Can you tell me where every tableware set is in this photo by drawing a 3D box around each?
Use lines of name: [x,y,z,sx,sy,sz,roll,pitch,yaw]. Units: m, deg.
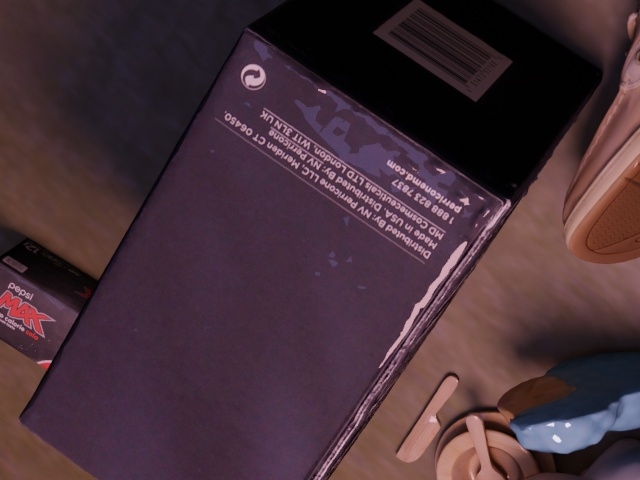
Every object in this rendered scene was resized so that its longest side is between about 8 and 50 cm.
tableware set: [0.093,0.206,1.398,0.128,0.039,0.194,34,115,6]

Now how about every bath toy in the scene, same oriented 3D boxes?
bath toy: [0.215,0.255,1.321,0.151,0.129,0.348,-14,103,18]

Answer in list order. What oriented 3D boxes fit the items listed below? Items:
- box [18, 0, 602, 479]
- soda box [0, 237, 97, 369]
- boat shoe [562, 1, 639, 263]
box: [0.000,0.000,1.220,0.183,0.296,0.294,34,115,5]
soda box: [-0.165,0.071,1.434,0.169,0.053,0.060,32,115,7]
boat shoe: [0.241,-0.116,1.217,0.302,0.109,0.098,-55,46,25]
